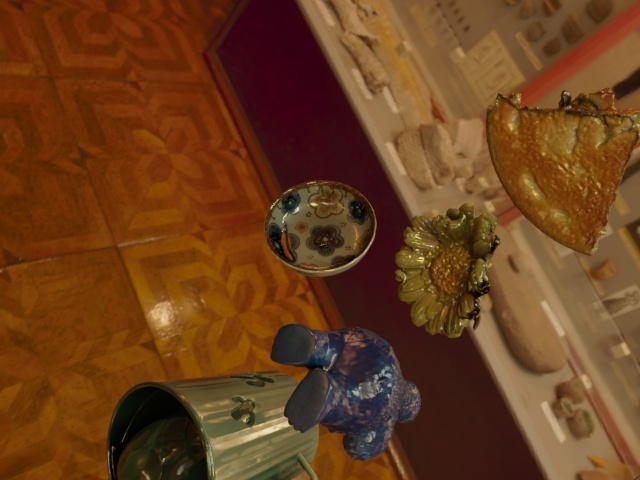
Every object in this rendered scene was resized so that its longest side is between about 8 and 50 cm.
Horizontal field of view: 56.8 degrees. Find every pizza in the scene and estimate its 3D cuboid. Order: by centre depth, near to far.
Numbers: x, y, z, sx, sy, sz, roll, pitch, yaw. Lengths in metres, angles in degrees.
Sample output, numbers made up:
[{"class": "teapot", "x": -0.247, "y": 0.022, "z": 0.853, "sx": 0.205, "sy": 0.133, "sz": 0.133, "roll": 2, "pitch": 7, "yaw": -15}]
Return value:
[{"class": "pizza", "x": 0.385, "y": -0.129, "z": 0.898, "sx": 0.289, "sy": 0.229, "sz": 0.081, "roll": 54, "pitch": 39, "yaw": 3}]

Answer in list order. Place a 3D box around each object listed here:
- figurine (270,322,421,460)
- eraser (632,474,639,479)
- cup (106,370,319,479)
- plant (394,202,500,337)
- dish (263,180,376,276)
[{"class": "figurine", "x": 0.056, "y": 0.175, "z": 0.712, "sx": 0.262, "sy": 0.121, "sz": 0.164, "roll": 19, "pitch": 51, "yaw": -58}, {"class": "eraser", "x": 0.600, "y": 0.433, "z": 1.009, "sx": 0.023, "sy": 0.150, "sz": 0.103, "roll": -16, "pitch": 52, "yaw": -16}, {"class": "cup", "x": -0.202, "y": 0.473, "z": 1.255, "sx": 0.392, "sy": 0.310, "sz": 0.400, "roll": 3, "pitch": 57, "yaw": -53}, {"class": "plant", "x": 0.326, "y": 0.095, "z": 1.375, "sx": 0.297, "sy": 0.306, "sz": 0.261, "roll": 31, "pitch": 40, "yaw": -32}, {"class": "dish", "x": 0.000, "y": 0.000, "z": 0.764, "sx": 0.141, "sy": 0.078, "sz": 0.141, "roll": -1, "pitch": 56, "yaw": 1}]
